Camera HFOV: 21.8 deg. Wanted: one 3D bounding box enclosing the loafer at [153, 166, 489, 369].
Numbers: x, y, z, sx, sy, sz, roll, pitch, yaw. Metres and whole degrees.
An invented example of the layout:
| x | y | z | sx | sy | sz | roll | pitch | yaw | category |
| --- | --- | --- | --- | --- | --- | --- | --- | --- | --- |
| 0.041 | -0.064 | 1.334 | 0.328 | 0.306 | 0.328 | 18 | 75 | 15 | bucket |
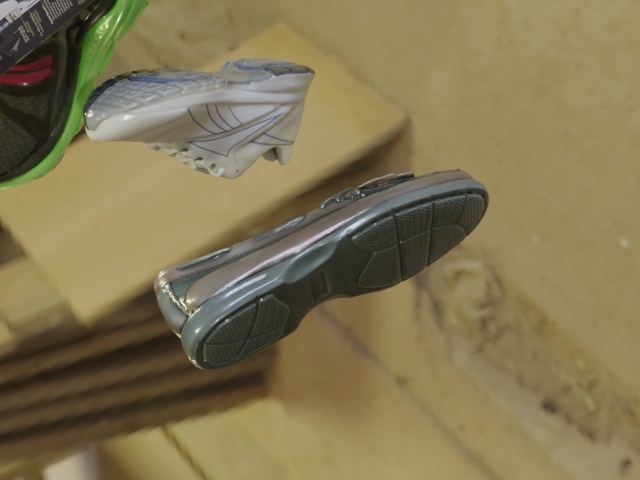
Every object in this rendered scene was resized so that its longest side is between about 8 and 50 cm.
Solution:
| x | y | z | sx | sy | sz | roll | pitch | yaw | category |
| --- | --- | --- | --- | --- | --- | --- | --- | --- | --- |
| 0.000 | 0.000 | 1.255 | 0.084 | 0.267 | 0.096 | 50 | 156 | 33 | loafer |

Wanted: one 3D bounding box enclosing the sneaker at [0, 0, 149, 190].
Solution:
| x | y | z | sx | sy | sz | roll | pitch | yaw | category |
| --- | --- | --- | --- | --- | --- | --- | --- | --- | --- |
| -0.319 | -0.237 | 1.786 | 0.483 | 0.202 | 0.185 | 126 | 154 | -43 | sneaker |

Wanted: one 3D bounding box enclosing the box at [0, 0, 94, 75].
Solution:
| x | y | z | sx | sy | sz | roll | pitch | yaw | category |
| --- | --- | --- | --- | --- | --- | --- | --- | --- | --- |
| -0.295 | -0.293 | 1.319 | 0.076 | 0.242 | 0.307 | 15 | 141 | 47 | box |

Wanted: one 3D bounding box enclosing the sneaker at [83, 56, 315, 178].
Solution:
| x | y | z | sx | sy | sz | roll | pitch | yaw | category |
| --- | --- | --- | --- | --- | --- | --- | --- | --- | --- |
| -0.122 | -0.123 | 1.785 | 0.111 | 0.297 | 0.129 | 19 | 111 | 46 | sneaker |
